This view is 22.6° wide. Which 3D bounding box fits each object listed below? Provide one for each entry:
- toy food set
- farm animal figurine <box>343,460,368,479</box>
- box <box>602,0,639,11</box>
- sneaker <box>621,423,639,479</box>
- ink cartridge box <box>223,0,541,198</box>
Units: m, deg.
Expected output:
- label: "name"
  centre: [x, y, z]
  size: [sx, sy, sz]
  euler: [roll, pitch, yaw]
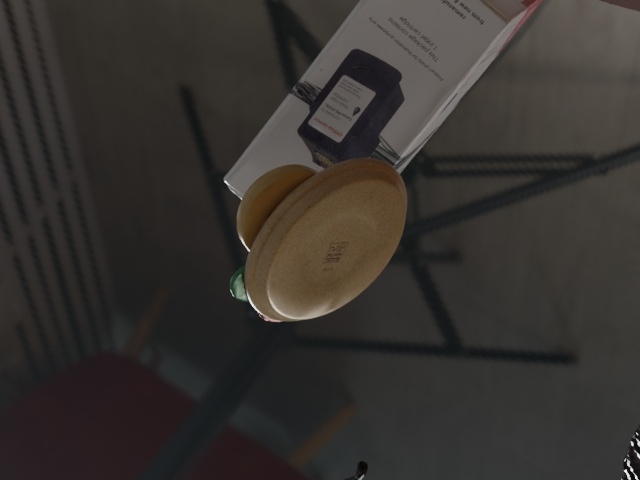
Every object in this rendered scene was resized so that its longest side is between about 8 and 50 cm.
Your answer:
- label: "toy food set"
  centre: [0.000, 0.000, 0.651]
  size: [0.020, 0.083, 0.082]
  euler: [44, 140, 35]
- label: "farm animal figurine"
  centre: [-0.085, 0.297, 0.767]
  size: [0.172, 0.330, 0.326]
  euler: [12, 107, 28]
- label: "box"
  centre: [0.206, -0.217, 0.711]
  size: [0.168, 0.167, 0.203]
  euler: [-18, 76, 37]
- label: "sneaker"
  centre: [0.214, 0.103, 0.668]
  size: [0.281, 0.162, 0.106]
  euler: [102, 145, -67]
- label: "ink cartridge box"
  centre: [0.051, -0.119, 1.236]
  size: [0.100, 0.172, 0.237]
  euler: [41, 112, 3]
